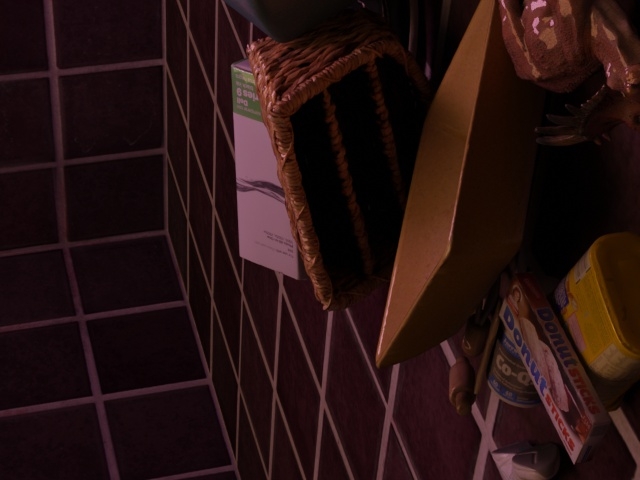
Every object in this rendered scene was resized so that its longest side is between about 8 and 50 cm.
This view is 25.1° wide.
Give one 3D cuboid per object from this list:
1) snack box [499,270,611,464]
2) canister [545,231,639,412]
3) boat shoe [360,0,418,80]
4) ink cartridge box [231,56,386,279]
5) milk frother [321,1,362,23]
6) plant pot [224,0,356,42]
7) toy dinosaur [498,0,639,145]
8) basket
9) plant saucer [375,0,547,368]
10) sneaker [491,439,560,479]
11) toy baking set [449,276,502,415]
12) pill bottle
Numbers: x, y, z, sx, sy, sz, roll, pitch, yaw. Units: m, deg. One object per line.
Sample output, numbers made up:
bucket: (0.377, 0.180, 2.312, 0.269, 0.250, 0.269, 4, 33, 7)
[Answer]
snack box: (0.214, 0.115, 1.323, 0.064, 0.022, 0.178, 100, 154, -47)
canister: (0.259, 0.080, 1.322, 0.170, 0.073, 0.126, 114, 144, -63)
boat shoe: (0.051, -0.366, 1.827, 0.127, 0.113, 0.340, -152, 55, -73)
ink cartridge box: (-0.009, -0.121, 1.961, 0.121, 0.211, 0.289, 20, 123, 34)
milk frother: (0.011, -0.322, 2.075, 0.143, 0.129, 0.135, 53, -158, 3)
plant pot: (-0.052, -0.381, 1.662, 0.248, 0.247, 0.252, 42, 157, 40)
toy dinosaur: (0.218, -0.173, 1.265, 0.296, 0.127, 0.200, -129, 27, -75)
basket: (0.053, -0.101, 1.731, 0.223, 0.213, 0.299, -111, 6, -60)
plant saucer: (0.153, -0.059, 1.475, 0.333, 0.081, 0.333, 111, 173, -65)
sneaker: (0.234, 0.256, 1.583, 0.152, 0.053, 0.061, 147, 106, -81)
toy baking set: (0.170, 0.091, 1.575, 0.256, 0.030, 0.197, -71, -9, -71)
pill bottle: (0.219, 0.104, 1.483, 0.137, 0.078, 0.078, 97, 160, -47)
